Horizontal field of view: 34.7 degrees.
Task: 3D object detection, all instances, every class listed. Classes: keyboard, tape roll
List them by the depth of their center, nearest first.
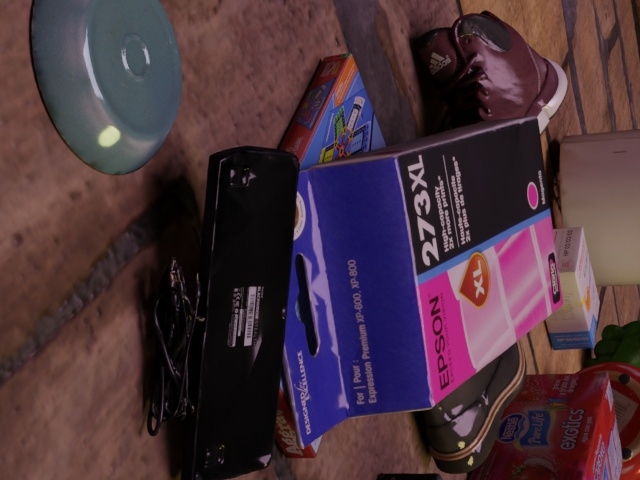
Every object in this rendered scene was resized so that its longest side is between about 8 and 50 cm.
[{"bbox_3d":[-0.061,0.041,0.580,0.100,0.038,0.192,2,95,-53],"label":"keyboard"},{"bbox_3d":[0.472,-0.050,1.598,0.246,0.169,0.246,-3,90,-71],"label":"tape roll"}]

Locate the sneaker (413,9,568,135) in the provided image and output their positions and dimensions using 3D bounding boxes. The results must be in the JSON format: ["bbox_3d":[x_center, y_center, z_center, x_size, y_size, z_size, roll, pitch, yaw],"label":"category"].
[{"bbox_3d":[0.135,-0.120,1.015,0.162,0.106,0.281,43,53,-21],"label":"sneaker"}]

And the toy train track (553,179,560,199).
[{"bbox_3d":[0.372,-0.067,1.593,0.083,0.014,0.048,58,34,-53],"label":"toy train track"}]

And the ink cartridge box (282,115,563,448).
[{"bbox_3d":[0.088,0.011,0.776,0.371,0.069,0.175,-20,103,-55],"label":"ink cartridge box"}]

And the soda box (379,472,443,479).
[{"bbox_3d":[0.096,0.262,0.869,0.169,0.053,0.060,61,34,-43],"label":"soda box"}]

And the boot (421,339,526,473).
[{"bbox_3d":[0.136,0.101,0.973,0.137,0.077,0.198,65,30,-27],"label":"boot"}]

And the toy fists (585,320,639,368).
[{"bbox_3d":[0.490,0.251,1.642,0.096,0.142,0.279,29,53,-24],"label":"toy fists"}]

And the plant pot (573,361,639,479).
[{"bbox_3d":[0.415,0.267,1.419,0.174,0.191,0.191,39,50,-47],"label":"plant pot"}]

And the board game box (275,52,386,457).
[{"bbox_3d":[0.000,0.000,0.741,0.281,0.027,0.145,-68,145,-45],"label":"board game box"}]

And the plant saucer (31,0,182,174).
[{"bbox_3d":[-0.104,-0.095,0.538,0.119,0.021,0.119,-6,90,-66],"label":"plant saucer"}]

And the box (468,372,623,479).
[{"bbox_3d":[0.252,0.261,1.126,0.257,0.123,0.128,-48,128,-58],"label":"box"}]

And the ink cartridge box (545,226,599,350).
[{"bbox_3d":[0.347,0.054,1.453,0.104,0.062,0.181,-66,142,-47],"label":"ink cartridge box"}]
